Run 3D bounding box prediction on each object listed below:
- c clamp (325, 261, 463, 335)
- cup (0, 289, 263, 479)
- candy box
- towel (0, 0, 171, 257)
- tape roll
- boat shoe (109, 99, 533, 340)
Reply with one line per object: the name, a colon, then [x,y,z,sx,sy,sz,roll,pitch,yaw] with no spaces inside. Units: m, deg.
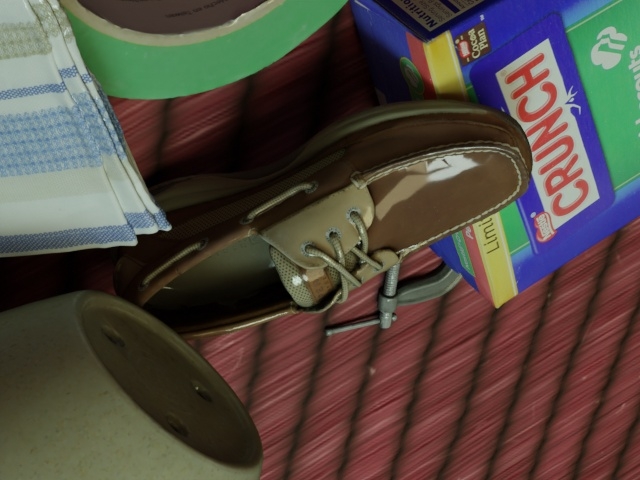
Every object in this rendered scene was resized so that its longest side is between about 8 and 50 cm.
c clamp: [0.080,0.009,1.411,0.137,0.022,0.160,-9,128,-30]
cup: [-0.177,0.172,1.118,0.237,0.331,0.331,-47,137,12]
candy box: [0.206,-0.145,1.297,0.317,0.122,0.268,-30,132,-12]
towel: [-0.233,-0.091,1.031,0.209,0.034,0.285,-6,136,15]
tape roll: [-0.089,-0.245,1.047,0.321,0.077,0.321,-19,132,-23]
boat shoe: [0.000,0.000,1.189,0.324,0.116,0.123,-20,130,17]
